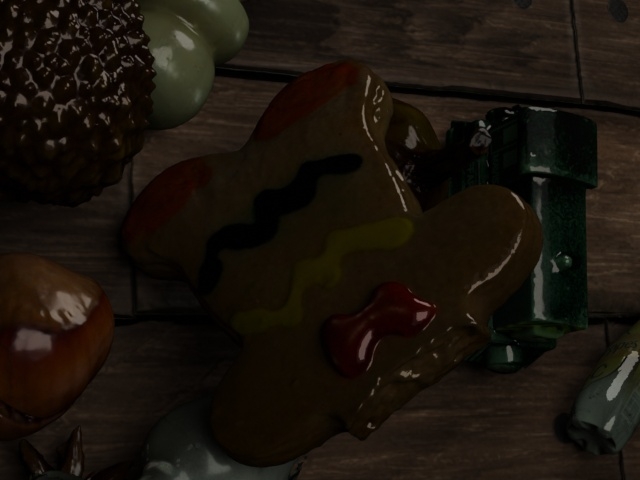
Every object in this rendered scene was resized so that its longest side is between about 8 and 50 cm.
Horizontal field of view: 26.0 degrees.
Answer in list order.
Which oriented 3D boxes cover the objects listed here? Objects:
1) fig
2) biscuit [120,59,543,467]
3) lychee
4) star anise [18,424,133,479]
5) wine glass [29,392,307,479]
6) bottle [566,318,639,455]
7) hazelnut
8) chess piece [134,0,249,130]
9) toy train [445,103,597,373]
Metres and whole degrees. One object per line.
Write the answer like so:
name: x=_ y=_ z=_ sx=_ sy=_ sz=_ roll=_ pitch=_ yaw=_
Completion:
fig: x=0.068 y=-0.086 z=1.519 sx=0.191 sy=0.290 sz=0.190 roll=1 pitch=82 yaw=-6
biscuit: x=0.000 y=0.000 z=1.360 sx=0.368 sy=0.394 sz=0.076 roll=-35 pitch=141 yaw=5
lychee: x=-0.284 y=-0.161 z=1.332 sx=0.268 sy=0.267 sz=0.267 roll=7 pitch=75 yaw=-28
star anise: x=-0.255 y=0.267 z=1.373 sx=0.168 sy=0.057 sz=0.167 roll=7 pitch=75 yaw=-30
wine glass: x=-0.144 y=0.238 z=1.350 sx=0.321 sy=0.143 sz=0.143 roll=-24 pitch=91 yaw=-55
bottle: x=0.399 y=0.153 z=1.754 sx=0.083 sy=0.083 sz=0.269 roll=46 pitch=58 yaw=-13
hazelnut: x=-0.294 y=0.099 z=1.337 sx=0.182 sy=0.182 sz=0.182 roll=7 pitch=75 yaw=-28
chess piece: x=-0.132 y=-0.272 z=1.513 sx=0.182 sy=0.182 sz=0.330 roll=34 pitch=69 yaw=-19
toy train: x=0.235 y=-0.011 z=1.644 sx=0.139 sy=0.178 sz=0.330 roll=10 pitch=73 yaw=-28
